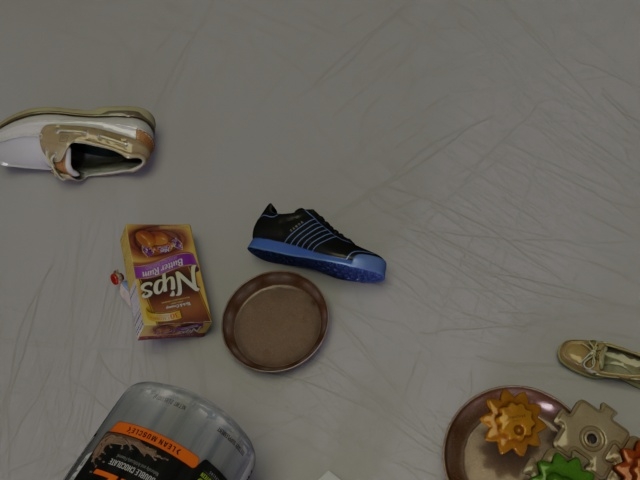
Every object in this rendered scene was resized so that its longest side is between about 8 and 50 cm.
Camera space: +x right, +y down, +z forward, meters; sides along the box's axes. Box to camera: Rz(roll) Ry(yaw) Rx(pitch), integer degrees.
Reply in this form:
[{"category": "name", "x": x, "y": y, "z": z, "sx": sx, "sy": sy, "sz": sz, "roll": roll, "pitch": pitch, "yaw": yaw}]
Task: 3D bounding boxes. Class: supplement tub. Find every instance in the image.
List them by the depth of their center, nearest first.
[{"category": "supplement tub", "x": -0.241, "y": 0.363, "z": 1.005, "sx": 0.207, "sy": 0.207, "sz": 0.338, "roll": 16, "pitch": 51, "yaw": 18}]

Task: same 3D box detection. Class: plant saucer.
[{"category": "plant saucer", "x": 0.264, "y": 0.295, "z": 1.090, "sx": 0.198, "sy": 0.036, "sz": 0.199, "roll": -4, "pitch": 61, "yaw": 7}, {"category": "plant saucer", "x": -0.068, "y": 0.127, "z": 1.246, "sx": 0.168, "sy": 0.029, "sz": 0.169, "roll": -5, "pitch": 61, "yaw": 8}]

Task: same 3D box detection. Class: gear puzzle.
[{"category": "gear puzzle", "x": 0.358, "y": 0.297, "z": 1.026, "sx": 0.339, "sy": 0.044, "sz": 0.175, "roll": 35, "pitch": 71, "yaw": 12}]

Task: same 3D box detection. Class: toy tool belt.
[{"category": "toy tool belt", "x": -0.295, "y": 0.077, "z": 1.308, "sx": 0.051, "sy": 0.052, "sz": 0.083, "roll": -24, "pitch": 58, "yaw": -40}]

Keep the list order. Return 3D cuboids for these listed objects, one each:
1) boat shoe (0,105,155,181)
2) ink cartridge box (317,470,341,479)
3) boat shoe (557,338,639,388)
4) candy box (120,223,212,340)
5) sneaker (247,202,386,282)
[{"category": "boat shoe", "x": -0.444, "y": -0.165, "z": 1.425, "sx": 0.302, "sy": 0.113, "sz": 0.103, "roll": -8, "pitch": 55, "yaw": 5}, {"category": "ink cartridge box", "x": -0.003, "y": 0.363, "z": 1.073, "sx": 0.062, "sy": 0.029, "sz": 0.115, "roll": 31, "pitch": 41, "yaw": 26}, {"category": "boat shoe", "x": 0.409, "y": 0.169, "z": 1.127, "sx": 0.153, "sy": 0.048, "sz": 0.056, "roll": 19, "pitch": 66, "yaw": 19}, {"category": "candy box", "x": -0.244, "y": 0.062, "z": 1.273, "sx": 0.109, "sy": 0.053, "sz": 0.187, "roll": -1, "pitch": 57, "yaw": -28}, {"category": "sneaker", "x": 0.000, "y": 0.000, "z": 1.274, "sx": 0.232, "sy": 0.081, "sz": 0.091, "roll": 13, "pitch": 71, "yaw": 18}]
